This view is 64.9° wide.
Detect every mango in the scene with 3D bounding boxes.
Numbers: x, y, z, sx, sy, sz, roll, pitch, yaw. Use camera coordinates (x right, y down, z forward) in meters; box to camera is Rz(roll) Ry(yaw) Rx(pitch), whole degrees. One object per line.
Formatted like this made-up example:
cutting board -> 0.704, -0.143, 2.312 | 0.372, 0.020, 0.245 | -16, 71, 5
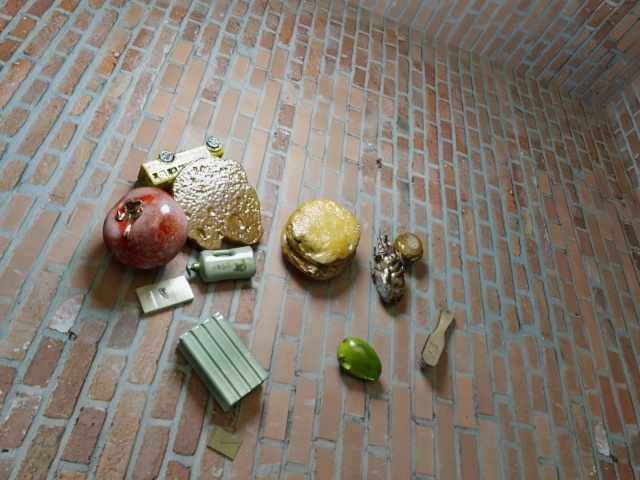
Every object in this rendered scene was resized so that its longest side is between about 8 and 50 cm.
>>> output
mango -> 0.135, 0.411, 1.734 | 0.178, 0.100, 0.119 | 41, 87, -4

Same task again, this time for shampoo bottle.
shampoo bottle -> -0.348, 0.085, 1.748 | 0.234, 0.087, 0.118 | -5, 63, -26

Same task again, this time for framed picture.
framed picture -> -0.282, 0.594, 1.485 | 0.089, 0.007, 0.066 | 29, 51, -3

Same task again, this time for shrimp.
shrimp -> 0.253, 0.088, 1.985 | 0.145, 0.116, 0.344 | 5, 62, -23

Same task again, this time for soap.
soap -> -0.307, 0.375, 1.569 | 0.159, 0.088, 0.265 | -32, 75, -36

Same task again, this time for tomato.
tomato -> -0.562, -0.032, 1.639 | 0.269, 0.227, 0.271 | -8, 58, 13

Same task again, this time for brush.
brush -> 0.439, 0.374, 1.919 | 0.069, 0.065, 0.327 | 33, 41, 8

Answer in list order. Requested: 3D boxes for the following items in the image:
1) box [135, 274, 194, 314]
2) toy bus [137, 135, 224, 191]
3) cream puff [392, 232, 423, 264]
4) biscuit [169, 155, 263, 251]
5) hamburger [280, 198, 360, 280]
box -> -0.511, 0.178, 1.655 | 0.166, 0.024, 0.090 | -16, 66, -32
toy bus -> -0.514, -0.281, 1.905 | 0.335, 0.121, 0.123 | -26, 80, -34
cream puff -> 0.355, 0.038, 2.073 | 0.126, 0.103, 0.144 | 33, 51, -4
biscuit -> -0.372, -0.123, 1.845 | 0.381, 0.074, 0.359 | 49, 61, -11
hamburger -> 0.000, 0.000, 1.903 | 0.289, 0.170, 0.314 | 37, 52, 7
